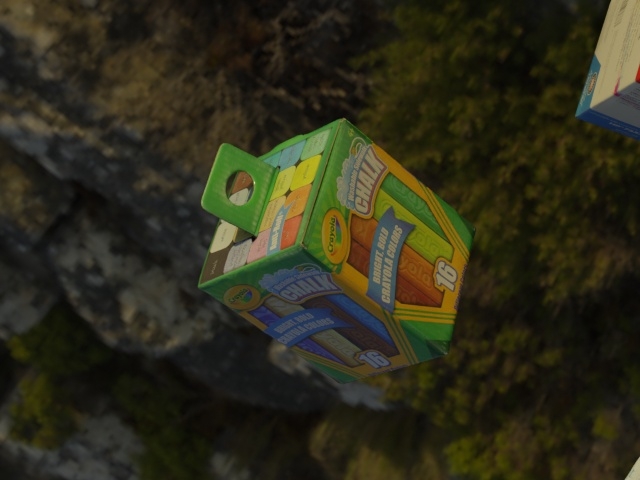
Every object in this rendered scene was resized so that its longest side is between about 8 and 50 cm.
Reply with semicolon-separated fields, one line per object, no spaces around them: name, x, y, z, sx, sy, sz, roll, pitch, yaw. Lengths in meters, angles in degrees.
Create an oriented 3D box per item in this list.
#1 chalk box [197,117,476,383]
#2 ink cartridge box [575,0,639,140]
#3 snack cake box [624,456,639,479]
chalk box;0.000;0.000;1.464;0.289;0.180;0.179;37;142;-29
ink cartridge box;0.322;-0.182;1.229;0.078;0.134;0.231;20;172;-6
snack cake box;0.462;0.257;1.533;0.089;0.264;0.152;45;125;35
